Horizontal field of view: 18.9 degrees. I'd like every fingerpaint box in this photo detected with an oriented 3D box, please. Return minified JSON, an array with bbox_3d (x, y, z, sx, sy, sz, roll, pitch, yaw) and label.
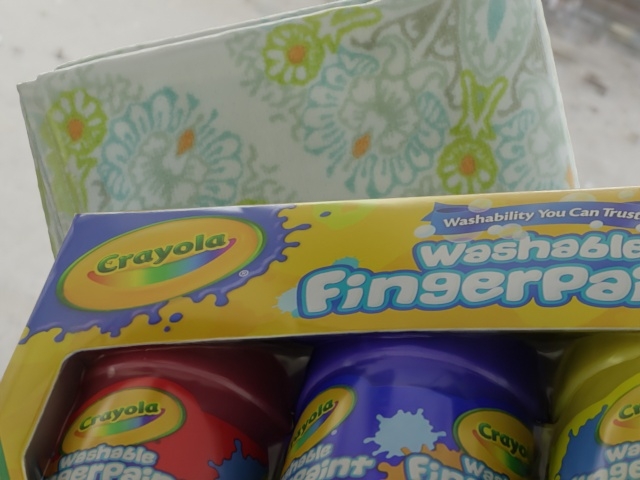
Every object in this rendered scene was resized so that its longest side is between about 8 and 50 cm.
[{"bbox_3d":[0.040,0.149,0.983,0.445,0.163,0.371,-2,42,19],"label":"fingerpaint box"}]

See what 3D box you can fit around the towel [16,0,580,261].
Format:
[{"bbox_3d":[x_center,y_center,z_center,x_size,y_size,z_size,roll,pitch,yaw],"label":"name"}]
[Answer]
[{"bbox_3d":[0.000,0.000,1.334,0.374,0.320,0.090,-13,11,-5],"label":"towel"}]
